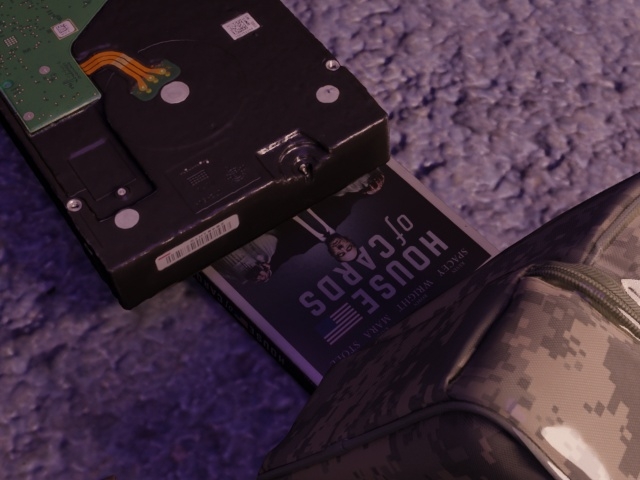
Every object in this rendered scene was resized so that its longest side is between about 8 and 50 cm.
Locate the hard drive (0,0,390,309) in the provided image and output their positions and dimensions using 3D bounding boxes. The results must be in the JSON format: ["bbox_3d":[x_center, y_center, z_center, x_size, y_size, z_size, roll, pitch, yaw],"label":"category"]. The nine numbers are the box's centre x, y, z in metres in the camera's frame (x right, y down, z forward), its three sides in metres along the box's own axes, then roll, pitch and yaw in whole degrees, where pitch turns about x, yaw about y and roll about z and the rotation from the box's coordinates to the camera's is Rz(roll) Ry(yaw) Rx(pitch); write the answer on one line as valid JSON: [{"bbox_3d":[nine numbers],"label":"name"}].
[{"bbox_3d":[-0.134,-0.128,0.917,0.236,0.064,0.339,-31,58,-15],"label":"hard drive"}]

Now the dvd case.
[{"bbox_3d":[0.000,0.000,0.885,0.179,0.030,0.238,-39,66,-20],"label":"dvd case"}]

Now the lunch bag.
[{"bbox_3d":[0.146,0.092,0.670,0.212,0.305,0.256,42,60,-5],"label":"lunch bag"}]

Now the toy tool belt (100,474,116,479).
[{"bbox_3d":[-0.159,0.191,0.768,0.083,0.052,0.051,-37,36,-23],"label":"toy tool belt"}]
